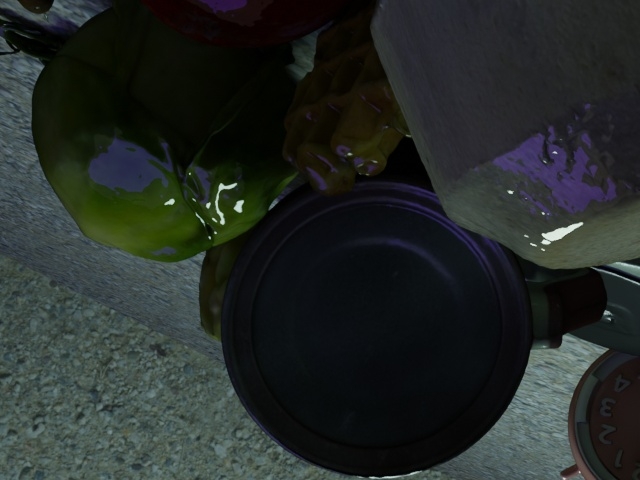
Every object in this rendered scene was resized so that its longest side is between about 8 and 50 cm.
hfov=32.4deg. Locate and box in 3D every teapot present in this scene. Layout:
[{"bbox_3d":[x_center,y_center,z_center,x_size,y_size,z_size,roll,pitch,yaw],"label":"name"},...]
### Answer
[{"bbox_3d":[0.086,0.042,0.956,0.315,0.233,0.312,0,-171,2],"label":"teapot"}]

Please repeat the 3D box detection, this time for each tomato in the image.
[{"bbox_3d":[-0.062,-0.215,0.784,0.200,0.139,0.233,26,164,-25],"label":"tomato"}]

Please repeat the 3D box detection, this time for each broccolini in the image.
[{"bbox_3d":[-0.355,-0.248,1.262,0.271,0.062,0.123,36,150,-25],"label":"broccolini"}]

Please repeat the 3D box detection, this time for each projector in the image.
[{"bbox_3d":[0.307,0.043,1.149,0.257,0.079,0.259,15,161,29],"label":"projector"}]

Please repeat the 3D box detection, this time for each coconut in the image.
[{"bbox_3d":[0.150,-0.124,0.614,0.237,0.266,0.237,-17,169,-4],"label":"coconut"}]

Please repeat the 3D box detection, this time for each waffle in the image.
[{"bbox_3d":[0.039,-0.125,0.786,0.055,0.211,0.160,33,162,-23],"label":"waffle"}]

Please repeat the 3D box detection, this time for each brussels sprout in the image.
[{"bbox_3d":[-0.147,-0.115,1.089,0.259,0.227,0.294,35,137,-10],"label":"brussels sprout"}]

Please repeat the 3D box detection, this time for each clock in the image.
[{"bbox_3d":[0.409,0.228,1.303,0.227,0.241,0.142,14,164,30],"label":"clock"}]

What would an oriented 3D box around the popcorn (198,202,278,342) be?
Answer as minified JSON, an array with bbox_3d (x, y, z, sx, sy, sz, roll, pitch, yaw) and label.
[{"bbox_3d":[0.021,0.084,1.311,0.334,0.292,0.293,3,130,-14],"label":"popcorn"}]

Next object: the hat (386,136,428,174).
[{"bbox_3d":[0.116,-0.101,0.964,0.205,0.089,0.205,18,167,4],"label":"hat"}]

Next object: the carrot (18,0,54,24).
[{"bbox_3d":[-0.292,-0.276,1.054,0.078,0.078,0.298,24,167,2],"label":"carrot"}]
